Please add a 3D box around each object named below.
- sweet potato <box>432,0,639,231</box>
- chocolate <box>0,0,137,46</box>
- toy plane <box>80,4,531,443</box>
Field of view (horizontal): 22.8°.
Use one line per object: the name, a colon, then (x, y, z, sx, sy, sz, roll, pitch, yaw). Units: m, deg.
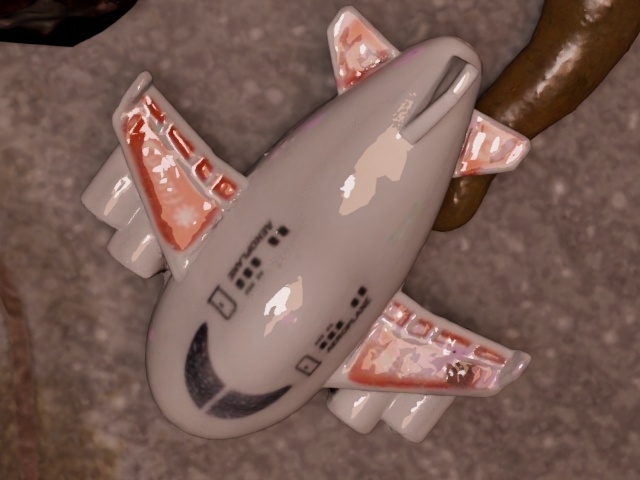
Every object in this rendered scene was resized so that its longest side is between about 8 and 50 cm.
sweet potato: (0.132, -0.109, 0.857, 0.069, 0.059, 0.249, 26, 98, 10)
chocolate: (-0.161, -0.197, 0.747, 0.224, 0.177, 0.206, 4, 97, -9)
toy plane: (0.000, -0.001, 0.822, 0.252, 0.118, 0.252, 0, 103, -2)
